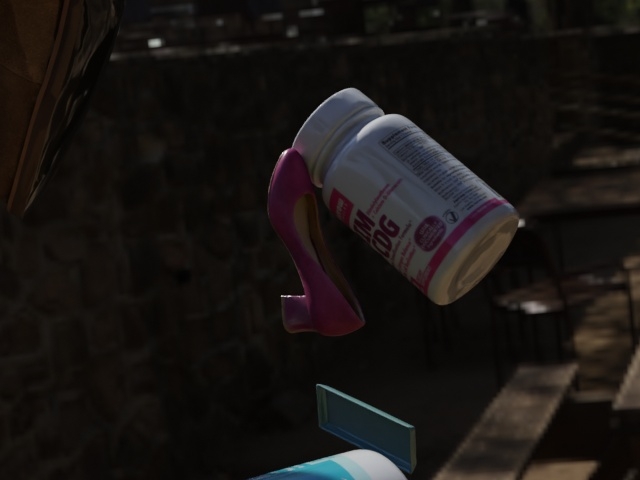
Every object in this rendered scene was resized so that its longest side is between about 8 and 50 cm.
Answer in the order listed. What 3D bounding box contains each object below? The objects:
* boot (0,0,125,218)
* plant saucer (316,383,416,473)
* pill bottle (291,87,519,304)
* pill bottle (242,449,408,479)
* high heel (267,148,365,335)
[{"bbox_3d":[-0.175,-0.154,0.865,0.115,0.305,0.112,16,33,-1],"label":"boot"},{"bbox_3d":[0.061,0.244,1.951,0.018,0.067,0.192,-17,23,-34],"label":"plant saucer"},{"bbox_3d":[0.105,-0.062,1.934,0.283,0.160,0.160,42,28,20],"label":"pill bottle"},{"bbox_3d":[-0.058,0.248,1.067,0.264,0.146,0.146,-11,8,-27],"label":"pill bottle"},{"bbox_3d":[0.000,0.000,1.893,0.117,0.244,0.082,-6,-8,35],"label":"high heel"}]
